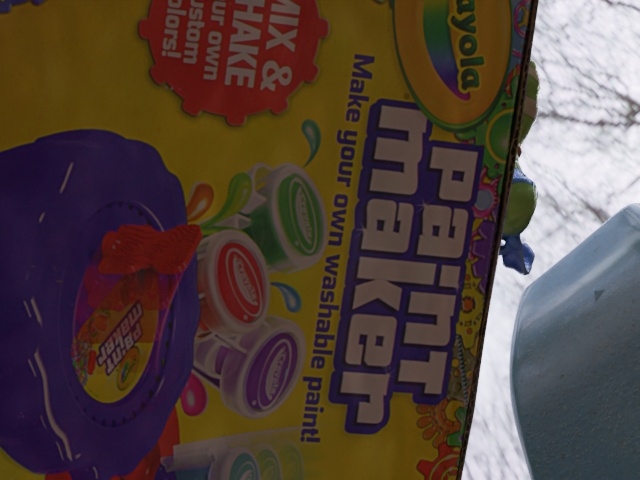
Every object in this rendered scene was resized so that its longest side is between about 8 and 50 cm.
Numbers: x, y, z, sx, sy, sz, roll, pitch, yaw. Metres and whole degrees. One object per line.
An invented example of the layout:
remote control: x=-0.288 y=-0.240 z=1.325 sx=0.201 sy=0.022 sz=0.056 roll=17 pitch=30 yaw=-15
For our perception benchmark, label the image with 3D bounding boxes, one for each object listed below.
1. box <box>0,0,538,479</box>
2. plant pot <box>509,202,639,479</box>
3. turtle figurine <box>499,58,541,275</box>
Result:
box: x=-0.069 y=0.017 z=0.550 sx=0.177 sy=0.279 sz=0.290 roll=6 pitch=-83 yaw=-16
plant pot: x=0.313 y=0.114 z=1.363 sx=0.247 sy=0.252 sz=0.248 roll=16 pitch=-48 yaw=-43
turtle figurine: x=0.055 y=-0.107 z=1.151 sx=0.198 sy=0.266 sz=0.274 roll=-44 pitch=-62 yaw=-25
